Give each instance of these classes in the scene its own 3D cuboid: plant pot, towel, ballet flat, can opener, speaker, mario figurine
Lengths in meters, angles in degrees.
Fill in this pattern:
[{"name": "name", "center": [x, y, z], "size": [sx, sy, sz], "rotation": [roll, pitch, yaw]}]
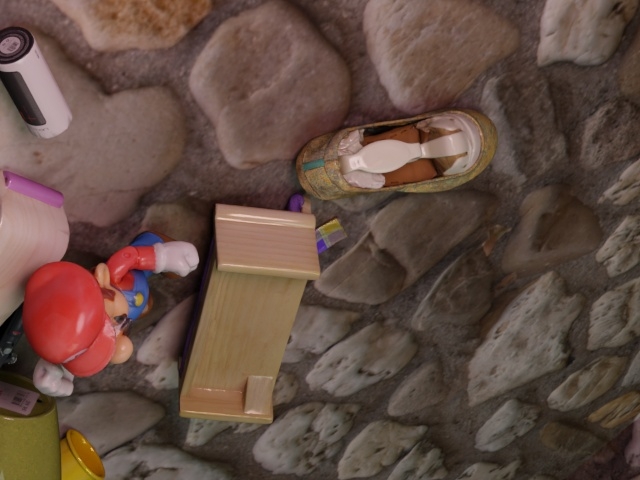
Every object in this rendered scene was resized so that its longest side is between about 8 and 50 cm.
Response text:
[{"name": "plant pot", "center": [-0.471, 0.338, 1.859], "size": [0.274, 0.275, 0.294], "rotation": [3, 114, -44]}, {"name": "towel", "center": [0.000, 0.000, 2.046], "size": [0.083, 0.009, 0.060], "rotation": [-31, 148, -7]}, {"name": "ballet flat", "center": [0.134, -0.125, 1.892], "size": [0.348, 0.123, 0.123], "rotation": [-11, 141, -28]}, {"name": "can opener", "center": [-0.413, 0.110, 1.769], "size": [0.073, 0.059, 0.186], "rotation": [14, 124, -49]}, {"name": "speaker", "center": [-0.324, -0.175, 1.490], "size": [0.055, 0.055, 0.136], "rotation": [-29, 148, -9]}, {"name": "mario figurine", "center": [-0.256, 0.097, 1.688], "size": [0.320, 0.170, 0.198], "rotation": [-42, 140, -70]}]

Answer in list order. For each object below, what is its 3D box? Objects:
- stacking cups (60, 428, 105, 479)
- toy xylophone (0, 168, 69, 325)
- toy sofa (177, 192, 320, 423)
[{"name": "stacking cups", "center": [-0.486, 0.424, 2.070], "size": [0.316, 0.096, 0.096], "rotation": [-37, 147, 2]}, {"name": "toy xylophone", "center": [-0.454, 0.045, 1.627], "size": [0.322, 0.081, 0.236], "rotation": [-40, 148, 8]}, {"name": "toy sofa", "center": [-0.114, 0.096, 1.970], "size": [0.150, 0.177, 0.362], "rotation": [5, 135, -13]}]
